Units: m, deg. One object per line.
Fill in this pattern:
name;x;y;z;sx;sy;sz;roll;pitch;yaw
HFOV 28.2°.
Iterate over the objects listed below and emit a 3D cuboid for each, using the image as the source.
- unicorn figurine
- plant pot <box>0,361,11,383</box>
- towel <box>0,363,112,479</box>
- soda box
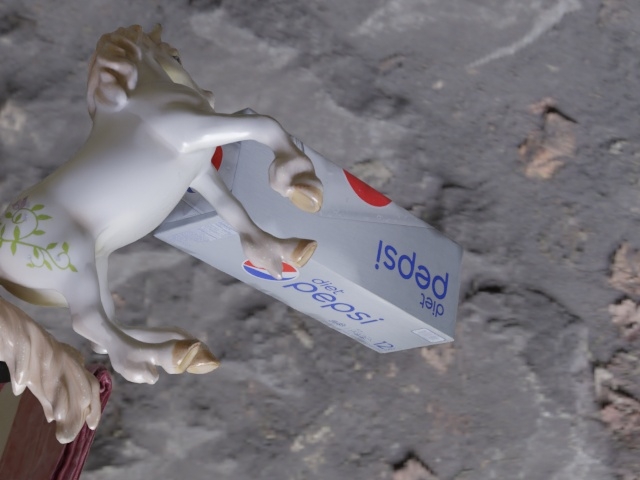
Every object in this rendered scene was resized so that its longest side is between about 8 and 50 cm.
unicorn figurine;-0.056;-0.018;0.423;0.111;0.162;0.060;34;140;16
plant pot;-0.326;0.186;1.152;0.187;0.167;0.188;-2;65;-2
towel;-0.327;0.183;0.898;0.329;0.237;0.037;-9;121;12
soda box;0.000;0.000;1.084;0.091;0.286;0.098;-14;56;41
